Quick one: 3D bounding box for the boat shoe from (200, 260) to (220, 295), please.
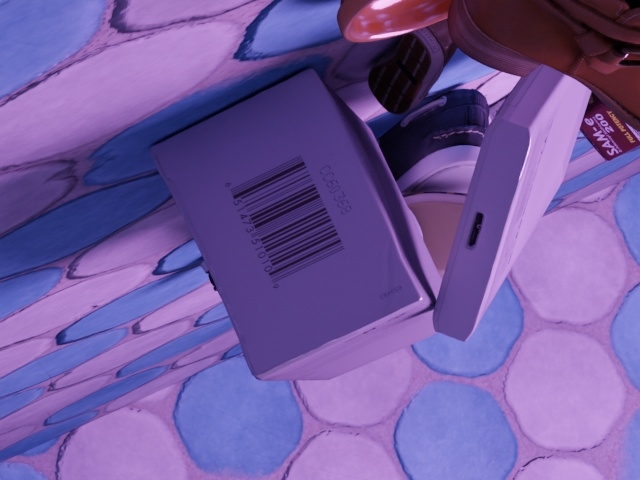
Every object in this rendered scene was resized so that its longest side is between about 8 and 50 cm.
[{"bbox_3d":[-0.018,0.005,2.228,0.233,0.079,0.084,-29,170,13],"label":"boat shoe"}]

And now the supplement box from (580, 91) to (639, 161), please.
[{"bbox_3d":[0.345,-0.187,1.859,0.239,0.130,0.073,-28,130,21],"label":"supplement box"}]

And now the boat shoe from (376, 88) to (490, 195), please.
[{"bbox_3d":[0.082,-0.060,2.034,0.114,0.091,0.302,16,152,-33],"label":"boat shoe"}]

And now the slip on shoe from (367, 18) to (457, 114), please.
[{"bbox_3d":[0.078,-0.145,1.628,0.041,0.051,0.135,-35,171,-23],"label":"slip on shoe"}]

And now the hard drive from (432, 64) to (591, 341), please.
[{"bbox_3d":[0.177,-0.070,1.693,0.307,0.040,0.203,-52,160,-58],"label":"hard drive"}]

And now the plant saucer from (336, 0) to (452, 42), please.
[{"bbox_3d":[0.098,-0.197,1.355,0.200,0.037,0.200,-24,173,-3],"label":"plant saucer"}]

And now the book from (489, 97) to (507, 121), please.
[{"bbox_3d":[0.260,-0.169,2.139,0.096,0.035,0.144,-12,166,-47],"label":"book"}]

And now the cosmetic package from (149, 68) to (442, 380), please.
[{"bbox_3d":[0.000,0.000,1.729,0.156,0.217,0.385,-26,171,5],"label":"cosmetic package"}]

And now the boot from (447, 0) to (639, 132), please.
[{"bbox_3d":[0.233,-0.145,1.265,0.283,0.109,0.220,17,169,-9],"label":"boot"}]

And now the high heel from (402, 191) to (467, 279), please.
[{"bbox_3d":[0.091,0.005,2.006,0.261,0.093,0.186,-13,177,6],"label":"high heel"}]
